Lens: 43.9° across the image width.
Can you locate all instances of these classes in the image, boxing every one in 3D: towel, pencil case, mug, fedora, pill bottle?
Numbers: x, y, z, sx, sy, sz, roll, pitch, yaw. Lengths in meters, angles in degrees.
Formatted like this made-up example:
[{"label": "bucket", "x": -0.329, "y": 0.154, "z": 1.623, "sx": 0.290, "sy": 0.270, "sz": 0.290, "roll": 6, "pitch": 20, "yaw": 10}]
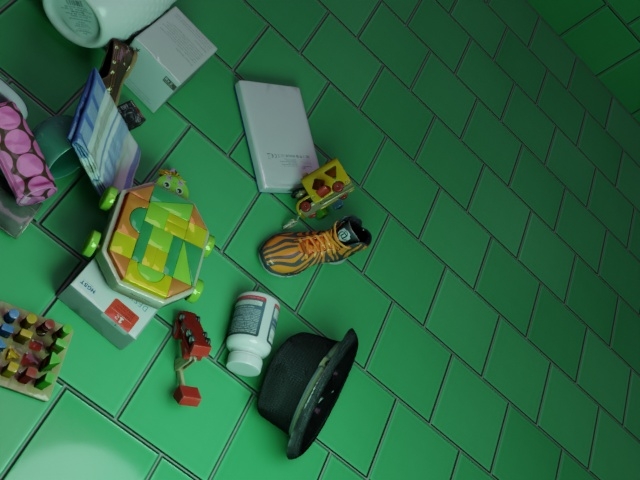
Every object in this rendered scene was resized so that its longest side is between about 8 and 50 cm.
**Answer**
[{"label": "towel", "x": -0.470, "y": -0.209, "z": 1.754, "sx": 0.034, "sy": 0.285, "sz": 0.209, "roll": 1, "pitch": 58, "yaw": 10}, {"label": "pencil case", "x": -0.622, "y": -0.172, "z": 1.613, "sx": 0.209, "sy": 0.095, "sz": 0.098, "roll": 62, "pitch": 19, "yaw": -4}, {"label": "mug", "x": -0.541, "y": -0.641, "z": 1.904, "sx": 0.374, "sy": 0.276, "sz": 0.328, "roll": 23, "pitch": 54, "yaw": 9}, {"label": "mug", "x": -0.573, "y": -0.208, "z": 1.746, "sx": 0.129, "sy": 0.158, "sz": 0.097, "roll": -38, "pitch": 85, "yaw": -21}, {"label": "fedora", "x": -0.043, "y": 0.333, "z": 1.850, "sx": 0.152, "sy": 0.334, "sz": 0.334, "roll": 24, "pitch": 47, "yaw": 15}, {"label": "pill bottle", "x": -0.163, "y": 0.221, "z": 1.865, "sx": 0.108, "sy": 0.108, "sz": 0.180, "roll": 29, "pitch": 54, "yaw": -25}]

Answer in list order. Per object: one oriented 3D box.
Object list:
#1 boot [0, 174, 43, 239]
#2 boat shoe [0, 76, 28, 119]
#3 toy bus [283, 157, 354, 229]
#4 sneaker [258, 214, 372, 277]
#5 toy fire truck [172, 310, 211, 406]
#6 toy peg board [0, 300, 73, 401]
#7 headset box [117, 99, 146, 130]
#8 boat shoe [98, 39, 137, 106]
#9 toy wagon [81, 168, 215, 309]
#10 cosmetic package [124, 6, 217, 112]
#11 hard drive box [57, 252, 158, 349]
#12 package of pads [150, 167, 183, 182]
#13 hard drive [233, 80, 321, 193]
[{"label": "boot", "x": -0.672, "y": -0.129, "z": 1.652, "sx": 0.208, "sy": 0.076, "sz": 0.190, "roll": 31, "pitch": 63, "yaw": -16}, {"label": "boat shoe", "x": -0.762, "y": -0.392, "z": 1.683, "sx": 0.367, "sy": 0.136, "sz": 0.156, "roll": 33, "pitch": 48, "yaw": -10}, {"label": "toy bus", "x": -0.011, "y": -0.136, "z": 2.111, "sx": 0.202, "sy": 0.191, "sz": 0.104, "roll": -18, "pitch": 72, "yaw": -41}, {"label": "sneaker", "x": 0.000, "y": 0.000, "z": 2.052, "sx": 0.321, "sy": 0.180, "sz": 0.125, "roll": -14, "pitch": 78, "yaw": -42}, {"label": "toy fire truck", "x": -0.293, "y": 0.258, "z": 1.749, "sx": 0.047, "sy": 0.135, "sz": 0.192, "roll": 15, "pitch": 21, "yaw": -32}, {"label": "toy peg board", "x": -0.575, "y": 0.210, "z": 1.561, "sx": 0.160, "sy": 0.079, "sz": 0.161, "roll": 28, "pitch": 54, "yaw": -26}, {"label": "headset box", "x": -0.470, "y": -0.299, "z": 1.924, "sx": 0.062, "sy": 0.032, "sz": 0.083, "roll": 55, "pitch": 46, "yaw": -5}, {"label": "boat shoe", "x": -0.502, "y": -0.367, "z": 1.850, "sx": 0.073, "sy": 0.073, "sz": 0.207, "roll": 22, "pitch": 89, "yaw": -53}, {"label": "toy wagon", "x": -0.357, "y": -0.026, "z": 1.736, "sx": 0.267, "sy": 0.068, "sz": 0.344, "roll": 28, "pitch": 53, "yaw": -26}, {"label": "cosmetic package", "x": -0.389, "y": -0.451, "z": 1.980, "sx": 0.151, "sy": 0.151, "sz": 0.184, "roll": 45, "pitch": 48, "yaw": -11}, {"label": "hard drive box", "x": -0.423, "y": 0.090, "z": 1.734, "sx": 0.181, "sy": 0.089, "sz": 0.232, "roll": 43, "pitch": 49, "yaw": -13}, {"label": "package of pads", "x": -0.374, "y": -0.135, "z": 1.921, "sx": 0.050, "sy": 0.032, "sz": 0.083, "roll": 55, "pitch": 47, "yaw": -7}, {"label": "hard drive", "x": -0.113, "y": -0.283, "z": 2.195, "sx": 0.210, "sy": 0.040, "sz": 0.319, "roll": -1, "pitch": 70, "yaw": -39}]
